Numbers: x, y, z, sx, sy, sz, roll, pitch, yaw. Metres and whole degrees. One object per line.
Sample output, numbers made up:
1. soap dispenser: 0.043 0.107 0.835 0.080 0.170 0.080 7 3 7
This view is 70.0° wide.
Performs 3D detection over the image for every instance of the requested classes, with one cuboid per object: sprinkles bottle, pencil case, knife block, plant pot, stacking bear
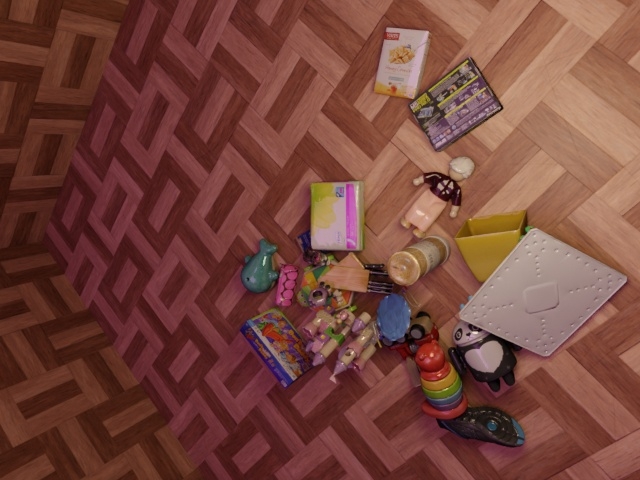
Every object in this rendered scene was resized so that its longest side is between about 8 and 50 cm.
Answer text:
1. sprinkles bottle: 0.365 0.064 1.658 0.121 0.355 0.121 7 103 31
2. pencil case: -0.165 0.215 2.180 0.095 0.098 0.210 19 110 28
3. knife block: 0.160 0.179 1.919 0.275 0.088 0.242 -39 83 10
4. plant pot: 0.615 0.028 1.596 0.212 0.212 0.187 -10 106 33
5. stacking bear: 0.445 0.518 1.742 0.164 0.175 0.289 10 128 59

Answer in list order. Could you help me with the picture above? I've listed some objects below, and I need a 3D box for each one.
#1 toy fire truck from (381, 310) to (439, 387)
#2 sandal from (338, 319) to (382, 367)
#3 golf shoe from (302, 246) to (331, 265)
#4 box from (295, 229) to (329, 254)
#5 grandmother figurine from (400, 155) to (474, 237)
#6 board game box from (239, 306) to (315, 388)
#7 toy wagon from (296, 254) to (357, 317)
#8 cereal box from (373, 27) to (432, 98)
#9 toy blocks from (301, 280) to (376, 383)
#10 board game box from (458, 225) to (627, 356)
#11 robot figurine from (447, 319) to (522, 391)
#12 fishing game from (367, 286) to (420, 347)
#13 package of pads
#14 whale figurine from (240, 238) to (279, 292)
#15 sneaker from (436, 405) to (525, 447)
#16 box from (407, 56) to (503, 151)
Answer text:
1. toy fire truck: 0.390 0.448 1.864 0.217 0.158 0.246 -26 103 37
2. sandal: 0.196 0.463 2.022 0.265 0.076 0.102 -45 63 9
3. golf shoe: -0.020 0.078 2.012 0.068 0.085 0.186 -66 26 2
4. box: 0.000 0.000 2.069 0.225 0.036 0.137 -30 84 32
5. grandmother figurine: 0.442 -0.176 1.722 0.207 0.104 0.342 35 116 -6
6. board game box: -0.189 0.499 2.173 0.347 0.233 0.078 48 121 15
7. toy wagon: 0.009 0.233 2.091 0.344 0.068 0.267 -28 84 33
8. cereal box: 0.307 -0.668 1.727 0.172 0.047 0.240 19 110 28
9. toy blocks: 0.037 0.398 1.857 0.288 0.260 0.309 28 146 34
10. board game box: 0.723 0.179 1.517 0.389 0.050 0.390 25 117 -12
11. robot figurine: 0.606 0.409 1.685 0.278 0.209 0.173 61 161 7
12. fishing game: 0.297 0.306 1.824 0.264 0.041 0.189 -57 40 25
13. package of pads: 0.068 -0.103 1.941 0.229 0.101 0.297 1 96 23
14. whale figurine: -0.298 0.131 2.220 0.216 0.141 0.272 30 114 24
15. sneaker: 0.620 0.725 1.800 0.340 0.125 0.140 14 135 27
16. box: 0.482 -0.484 1.649 0.270 0.060 0.216 -34 80 32
